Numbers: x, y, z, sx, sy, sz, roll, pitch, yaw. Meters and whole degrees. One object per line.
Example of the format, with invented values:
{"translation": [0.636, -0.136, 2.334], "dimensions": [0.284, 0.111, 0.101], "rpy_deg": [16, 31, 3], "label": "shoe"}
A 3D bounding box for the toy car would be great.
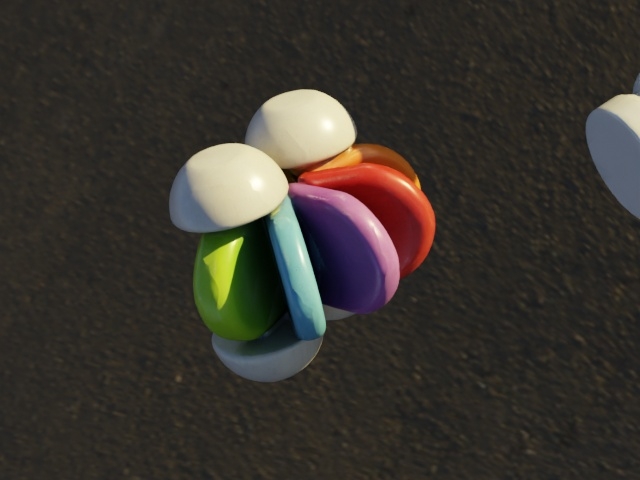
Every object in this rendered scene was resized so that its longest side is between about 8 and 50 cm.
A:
{"translation": [0.000, 0.000, 0.862], "dimensions": [0.136, 0.159, 0.182], "rpy_deg": [8, 34, 35], "label": "toy car"}

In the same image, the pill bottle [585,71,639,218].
{"translation": [0.420, -0.139, 1.356], "dimensions": [0.278, 0.162, 0.162], "rpy_deg": [-30, 58, -10], "label": "pill bottle"}
